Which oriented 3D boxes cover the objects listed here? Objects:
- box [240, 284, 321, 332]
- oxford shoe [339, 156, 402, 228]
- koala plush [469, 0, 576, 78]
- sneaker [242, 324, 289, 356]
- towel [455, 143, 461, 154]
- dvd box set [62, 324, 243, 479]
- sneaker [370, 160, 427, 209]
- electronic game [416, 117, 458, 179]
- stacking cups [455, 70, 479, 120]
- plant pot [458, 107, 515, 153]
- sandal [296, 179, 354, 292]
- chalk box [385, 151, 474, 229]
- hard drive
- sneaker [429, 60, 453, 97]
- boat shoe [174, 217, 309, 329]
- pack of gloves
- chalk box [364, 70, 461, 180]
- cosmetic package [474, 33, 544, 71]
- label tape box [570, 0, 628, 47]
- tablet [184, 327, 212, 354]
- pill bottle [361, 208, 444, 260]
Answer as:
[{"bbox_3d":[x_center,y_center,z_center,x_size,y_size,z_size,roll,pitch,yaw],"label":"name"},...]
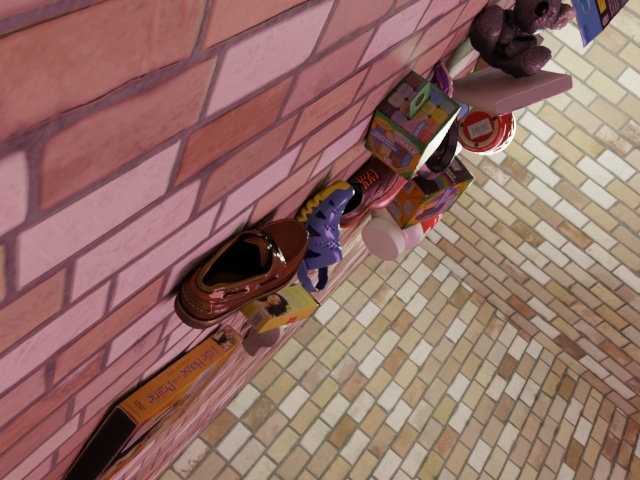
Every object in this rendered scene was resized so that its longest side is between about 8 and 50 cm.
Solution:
[{"bbox_3d":[-0.101,0.174,1.659,0.058,0.087,0.232,-52,159,25],"label":"box"},{"bbox_3d":[0.125,-0.141,1.605,0.271,0.097,0.098,-50,167,1],"label":"oxford shoe"},{"bbox_3d":[0.495,-0.532,1.547,0.221,0.196,0.203,-51,-176,6],"label":"koala plush"},{"bbox_3d":[-0.149,0.272,2.011,0.151,0.094,0.256,-38,177,-34],"label":"sneaker"},{"bbox_3d":[0.394,-0.300,2.220,0.227,0.076,0.308,-49,163,15],"label":"towel"},{"bbox_3d":[-0.362,0.375,1.403,0.307,0.062,0.420,-51,173,24],"label":"dvd box set"},{"bbox_3d":[0.233,-0.219,1.769,0.314,0.116,0.136,-49,169,-14],"label":"sneaker"},{"bbox_3d":[0.314,-0.281,1.754,0.229,0.048,0.229,-16,112,-45],"label":"electronic game"},{"bbox_3d":[0.424,-0.413,2.002,0.316,0.096,0.096,-46,171,-27],"label":"stacking cups"},{"bbox_3d":[0.552,-0.387,2.156,0.191,0.191,0.174,-53,164,22],"label":"plant pot"},{"bbox_3d":[0.000,0.000,1.411,0.126,0.138,0.317,-38,164,-49],"label":"sandal"},{"bbox_3d":[0.343,-0.186,2.013,0.289,0.180,0.179,-19,155,-35],"label":"chalk box"},{"bbox_3d":[0.463,-0.393,1.624,0.203,0.040,0.307,-21,-155,-7],"label":"hard drive"},{"bbox_3d":[0.270,-0.351,1.525,0.071,0.068,0.169,-11,147,-12],"label":"sneaker"},{"bbox_3d":[-0.105,0.036,1.061,0.307,0.111,0.104,-42,170,-46],"label":"boat shoe"},{"bbox_3d":[-0.130,0.162,1.860,0.232,0.046,0.195,-42,177,31],"label":"pack of gloves"},{"bbox_3d":[0.194,-0.247,1.326,0.132,0.132,0.213,-48,172,-17],"label":"chalk box"},{"bbox_3d":[0.593,-0.577,2.034,0.153,0.129,0.296,-49,172,4],"label":"cosmetic package"},{"bbox_3d":[0.705,-0.703,1.636,0.347,0.249,0.115,-46,-145,-14],"label":"label tape box"},{"bbox_3d":[-0.270,0.222,1.413,0.083,0.006,0.054,-47,172,-19],"label":"tablet"},{"bbox_3d":[0.346,-0.115,2.483,0.407,0.229,0.229,-46,171,-28],"label":"pill bottle"}]
